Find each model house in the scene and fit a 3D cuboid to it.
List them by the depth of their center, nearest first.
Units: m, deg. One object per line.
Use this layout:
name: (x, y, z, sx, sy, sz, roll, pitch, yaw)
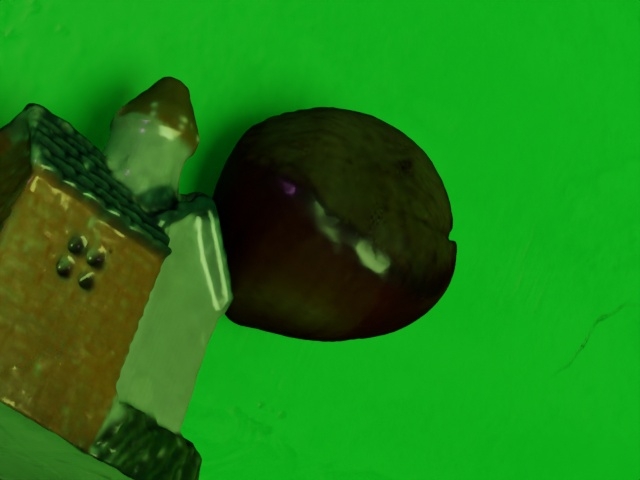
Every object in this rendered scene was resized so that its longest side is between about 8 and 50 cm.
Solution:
model house: (-0.181, 0.017, 0.984, 0.271, 0.190, 0.301, 39, 63, -35)

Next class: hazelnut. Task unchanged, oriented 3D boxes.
hazelnut: (0.000, 0.000, 1.104, 0.208, 0.208, 0.208, -12, 110, -35)
